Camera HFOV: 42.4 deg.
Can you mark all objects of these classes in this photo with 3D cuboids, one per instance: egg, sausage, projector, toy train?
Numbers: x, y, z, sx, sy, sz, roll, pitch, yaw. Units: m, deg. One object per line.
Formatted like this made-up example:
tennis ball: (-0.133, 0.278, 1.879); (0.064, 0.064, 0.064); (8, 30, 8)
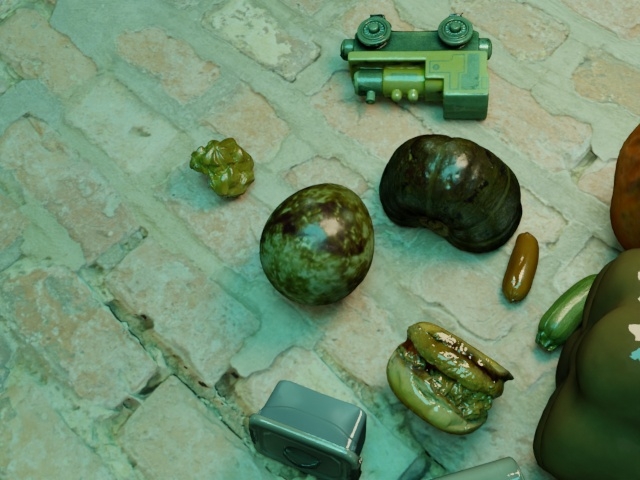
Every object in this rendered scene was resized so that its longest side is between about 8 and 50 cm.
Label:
egg: (0.000, 0.000, 1.738); (0.238, 0.238, 0.289); (18, 56, 15)
sausage: (0.432, 0.055, 1.765); (0.062, 0.054, 0.183); (30, 63, -10)
projector: (0.211, 0.494, 1.524); (0.337, 0.108, 0.108); (-15, 61, -2)
toy train: (0.227, -0.415, 1.995); (0.368, 0.150, 0.237); (1, 68, 9)

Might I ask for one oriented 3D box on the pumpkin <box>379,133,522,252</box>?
pumpkin: (0.291, -0.136, 1.788); (0.324, 0.232, 0.242); (19, 63, 12)

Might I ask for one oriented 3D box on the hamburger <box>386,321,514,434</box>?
hamburger: (0.237, 0.263, 1.586); (0.244, 0.244, 0.163); (30, 90, 20)

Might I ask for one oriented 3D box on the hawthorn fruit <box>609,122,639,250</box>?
hawthorn fruit: (0.801, -0.112, 1.605); (0.471, 0.472, 0.472); (-3, 62, 5)

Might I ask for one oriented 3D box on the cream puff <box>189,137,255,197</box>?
cream puff: (-0.225, -0.174, 1.914); (0.121, 0.156, 0.156); (-38, 63, 6)

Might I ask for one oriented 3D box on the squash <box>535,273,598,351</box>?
squash: (0.522, 0.142, 1.699); (0.219, 0.068, 0.077); (-42, 99, -14)

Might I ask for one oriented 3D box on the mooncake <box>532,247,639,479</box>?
mooncake: (0.553, 0.236, 1.427); (0.262, 0.467, 0.467); (22, 66, 16)

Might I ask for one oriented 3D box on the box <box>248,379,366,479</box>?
box: (-0.018, 0.375, 1.587); (0.227, 0.162, 0.130); (18, 55, 16)
